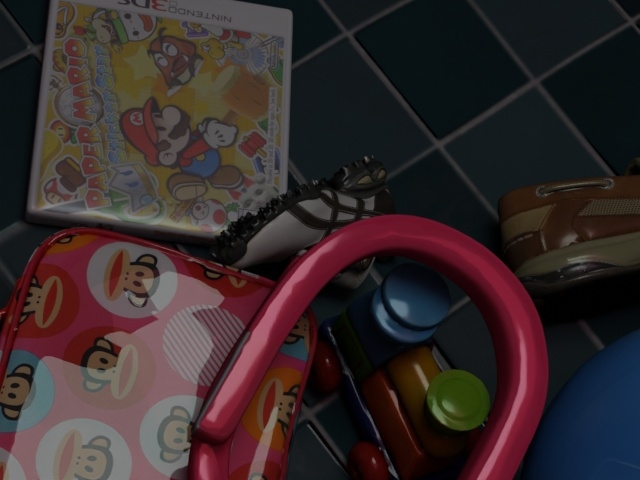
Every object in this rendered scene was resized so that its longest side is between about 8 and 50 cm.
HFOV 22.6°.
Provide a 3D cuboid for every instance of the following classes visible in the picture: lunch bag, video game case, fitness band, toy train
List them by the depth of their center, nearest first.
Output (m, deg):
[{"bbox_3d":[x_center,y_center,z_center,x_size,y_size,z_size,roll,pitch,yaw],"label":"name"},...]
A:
[{"bbox_3d":[0.033,0.121,1.086,0.209,0.054,0.290,34,70,-5],"label":"fitness band"},{"bbox_3d":[-0.150,0.142,1.129,0.258,0.120,0.293,18,63,-8],"label":"lunch bag"},{"bbox_3d":[0.087,0.144,1.186,0.105,0.143,0.248,-18,72,-23],"label":"toy train"},{"bbox_3d":[-0.126,-0.106,1.305,0.206,0.026,0.226,8,64,-13],"label":"video game case"}]

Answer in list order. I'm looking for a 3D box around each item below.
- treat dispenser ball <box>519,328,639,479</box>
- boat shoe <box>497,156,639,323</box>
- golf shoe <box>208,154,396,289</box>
[{"bbox_3d":[0.286,0.196,1.139,0.288,0.288,0.288,7,64,-14],"label":"treat dispenser ball"},{"bbox_3d":[0.297,-0.022,1.343,0.324,0.122,0.119,-8,66,-21],"label":"boat shoe"},{"bbox_3d":[0.000,0.000,1.244,0.198,0.077,0.093,-24,90,-45],"label":"golf shoe"}]
